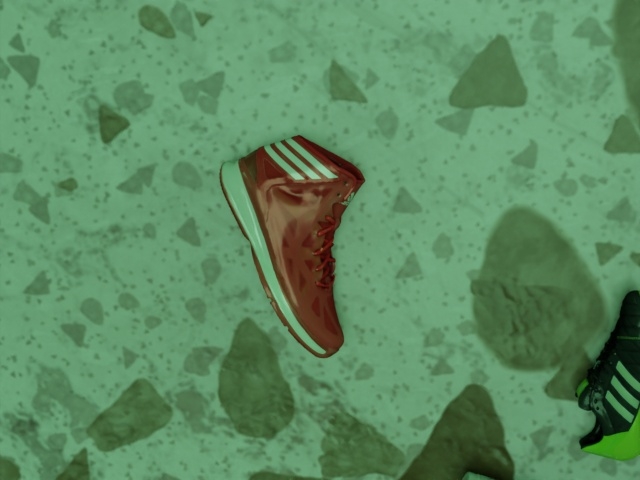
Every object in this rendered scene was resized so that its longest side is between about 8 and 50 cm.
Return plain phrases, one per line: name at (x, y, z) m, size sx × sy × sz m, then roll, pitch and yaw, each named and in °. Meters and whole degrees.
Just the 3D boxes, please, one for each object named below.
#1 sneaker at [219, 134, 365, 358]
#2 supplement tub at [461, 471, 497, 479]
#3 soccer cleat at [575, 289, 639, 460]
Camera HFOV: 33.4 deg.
sneaker at (0.000, 0.000, 1.052) m, size 0.128 × 0.087 × 0.221 m, roll -25°, pitch 99°, yaw 13°
supplement tub at (0.192, 0.288, 1.098) m, size 0.107 × 0.071 × 0.071 m, roll 21°, pitch 104°, yaw 2°
soccer cleat at (0.293, 0.136, 1.059) m, size 0.072 × 0.060 × 0.179 m, roll 3°, pitch 105°, yaw 8°
